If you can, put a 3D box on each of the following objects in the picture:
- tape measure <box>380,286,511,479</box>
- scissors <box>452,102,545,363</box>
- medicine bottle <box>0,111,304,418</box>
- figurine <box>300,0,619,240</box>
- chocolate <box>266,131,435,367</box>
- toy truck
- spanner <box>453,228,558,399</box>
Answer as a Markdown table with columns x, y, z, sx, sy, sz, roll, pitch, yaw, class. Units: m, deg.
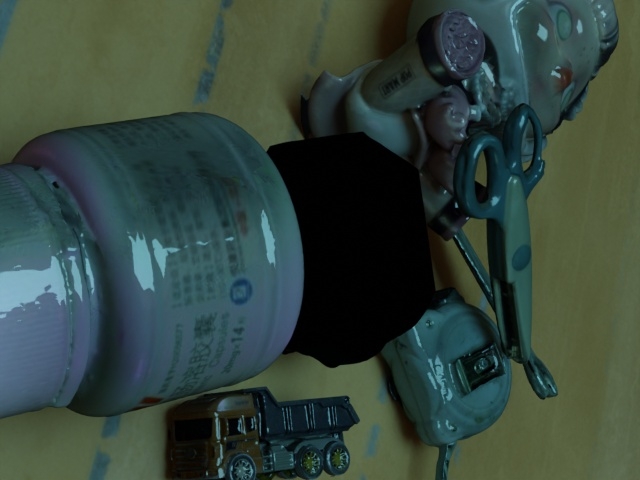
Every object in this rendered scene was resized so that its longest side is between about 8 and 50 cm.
| x | y | z | sx | sy | sz | roll | pitch | yaw | class |
| --- | --- | --- | --- | --- | --- | --- | --- | --- | --- |
| 0.166 | 0.215 | 1.805 | 0.164 | 0.084 | 0.330 | -27 | 99 | -38 | tape measure |
| 0.192 | 0.005 | 1.727 | 0.138 | 0.041 | 0.289 | -35 | 128 | -38 | scissors |
| -0.193 | 0.027 | 1.397 | 0.302 | 0.241 | 0.241 | -12 | 90 | -34 | medicine bottle |
| 0.166 | -0.197 | 1.787 | 0.361 | 0.211 | 0.253 | -40 | 152 | -38 | figurine |
| 0.000 | 0.000 | 1.681 | 0.177 | 0.206 | 0.224 | -92 | 173 | -80 | chocolate |
| -0.053 | 0.186 | 1.606 | 0.192 | 0.083 | 0.092 | 0 | 82 | -44 | toy truck |
| 0.177 | 0.042 | 1.836 | 0.302 | 0.017 | 0.071 | 61 | 15 | 2 | spanner |
